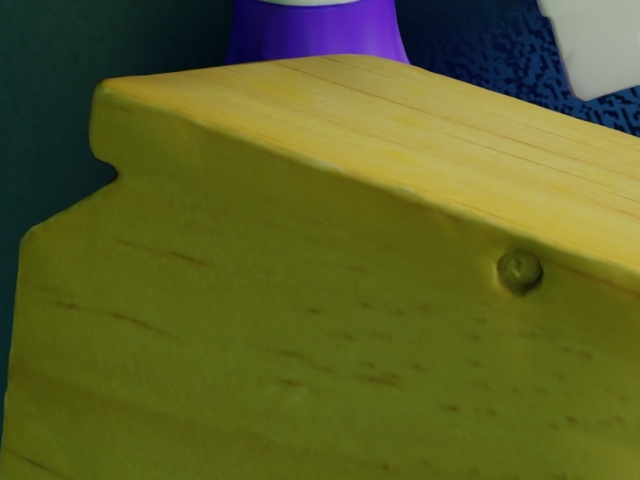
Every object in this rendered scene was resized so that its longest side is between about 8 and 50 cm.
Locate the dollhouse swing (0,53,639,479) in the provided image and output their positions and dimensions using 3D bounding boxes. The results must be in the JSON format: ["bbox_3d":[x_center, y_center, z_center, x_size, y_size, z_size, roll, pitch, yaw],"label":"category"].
[{"bbox_3d":[0.082,0.098,0.660,0.315,0.305,0.347,21,117,22],"label":"dollhouse swing"}]

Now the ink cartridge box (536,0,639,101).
[{"bbox_3d":[0.127,-0.168,0.626,0.115,0.067,0.198,-15,114,11],"label":"ink cartridge box"}]

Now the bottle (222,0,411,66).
[{"bbox_3d":[0.000,0.000,0.690,0.092,0.118,0.283,-3,118,-1],"label":"bottle"}]
